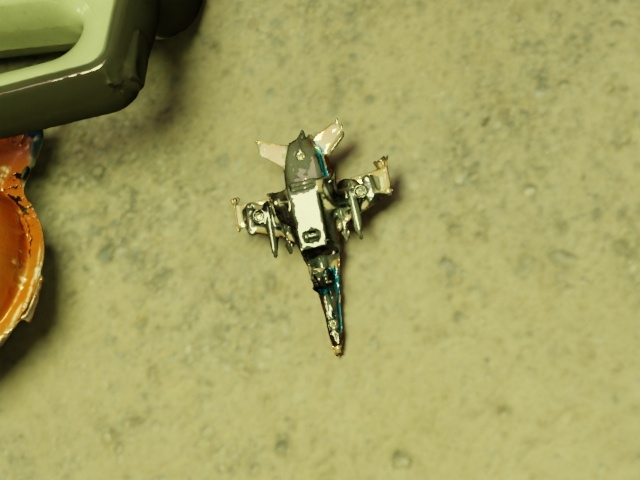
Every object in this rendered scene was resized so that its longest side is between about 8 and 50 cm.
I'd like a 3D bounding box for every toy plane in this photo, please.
[{"bbox_3d":[-0.003,-0.003,1.298,0.135,0.062,0.188,-13,64,13],"label":"toy plane"}]

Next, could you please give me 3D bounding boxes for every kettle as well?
[{"bbox_3d":[-0.308,-0.230,1.391,0.376,0.250,0.361,-3,53,16],"label":"kettle"}]

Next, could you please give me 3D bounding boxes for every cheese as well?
[{"bbox_3d":[-0.311,-0.007,1.377,0.217,0.129,0.329,2,59,24],"label":"cheese"}]
